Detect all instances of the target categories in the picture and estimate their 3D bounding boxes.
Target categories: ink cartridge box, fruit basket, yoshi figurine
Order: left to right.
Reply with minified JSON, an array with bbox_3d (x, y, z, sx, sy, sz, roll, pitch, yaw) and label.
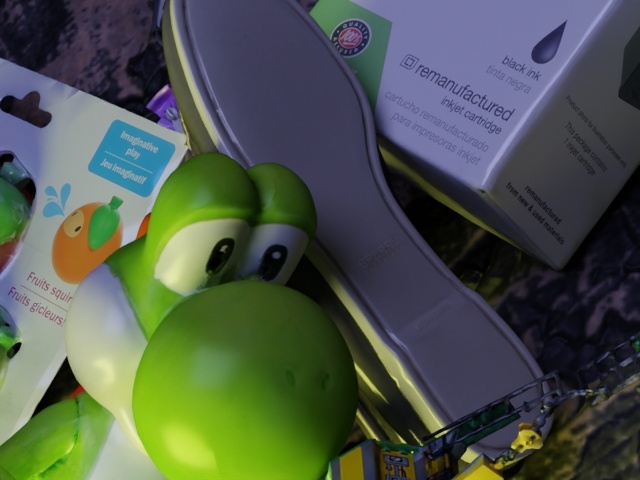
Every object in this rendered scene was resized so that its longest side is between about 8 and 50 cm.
[{"bbox_3d":[-0.282,0.035,1.275,0.327,0.165,0.353,25,88,41],"label":"fruit basket"},{"bbox_3d":[-0.088,0.134,0.995,0.203,0.203,0.362,32,118,16],"label":"yoshi figurine"},{"bbox_3d":[0.134,-0.150,1.144,0.198,0.115,0.273,33,85,42],"label":"ink cartridge box"}]

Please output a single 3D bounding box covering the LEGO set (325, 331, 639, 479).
[{"bbox_3d":[0.163,0.165,0.839,0.331,0.255,0.192,-22,25,9],"label":"LEGO set"}]

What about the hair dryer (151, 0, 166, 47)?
[{"bbox_3d":[-0.094,-0.284,1.408,0.223,0.080,0.293,-44,47,6],"label":"hair dryer"}]

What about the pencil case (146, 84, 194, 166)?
[{"bbox_3d":[-0.034,-0.027,1.207,0.086,0.088,0.206,-46,48,6],"label":"pencil case"}]

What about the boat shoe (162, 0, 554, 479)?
[{"bbox_3d":[0.000,0.000,1.071,0.335,0.112,0.095,57,142,10],"label":"boat shoe"}]
